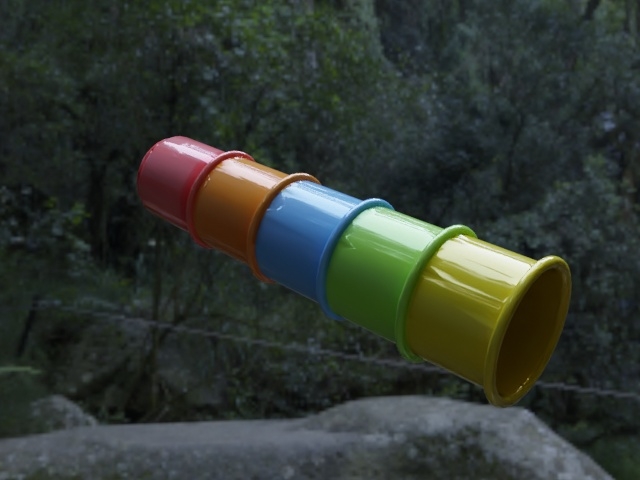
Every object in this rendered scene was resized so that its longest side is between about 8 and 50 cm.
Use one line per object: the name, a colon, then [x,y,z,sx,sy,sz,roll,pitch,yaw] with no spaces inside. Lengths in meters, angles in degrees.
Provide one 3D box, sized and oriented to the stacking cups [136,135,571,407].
stacking cups: [0.000,0.000,0.645,0.316,0.096,0.096,24,4,31]
